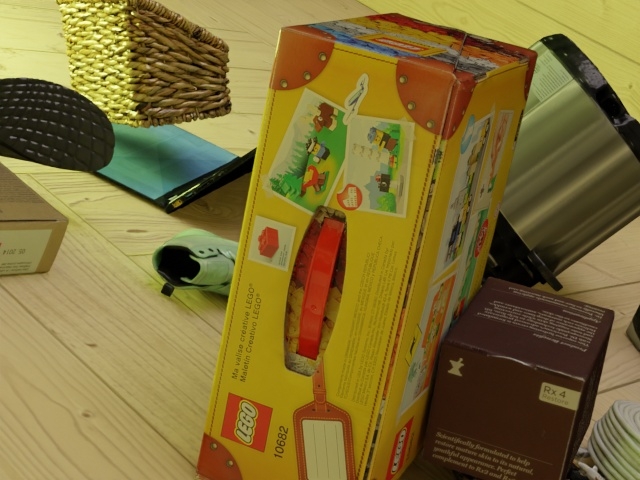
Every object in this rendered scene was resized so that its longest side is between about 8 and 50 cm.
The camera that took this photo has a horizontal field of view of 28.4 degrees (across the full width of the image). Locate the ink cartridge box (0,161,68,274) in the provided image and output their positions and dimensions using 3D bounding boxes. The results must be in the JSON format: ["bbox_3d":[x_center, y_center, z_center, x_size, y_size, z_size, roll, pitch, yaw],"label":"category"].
[{"bbox_3d":[-0.476,-0.036,1.610,0.193,0.088,0.235,38,23,32],"label":"ink cartridge box"}]

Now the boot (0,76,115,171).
[{"bbox_3d":[-0.478,-0.172,1.818,0.338,0.118,0.223,17,-10,-22],"label":"boot"}]

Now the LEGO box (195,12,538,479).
[{"bbox_3d":[0.061,0.016,1.427,0.193,0.500,0.372,17,17,18],"label":"LEGO box"}]

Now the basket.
[{"bbox_3d":[-0.281,-0.316,2.108,0.213,0.223,0.299,-13,14,-32],"label":"basket"}]

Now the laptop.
[{"bbox_3d":[-0.199,-0.209,2.143,0.236,0.408,0.382,58,23,-3],"label":"laptop"}]

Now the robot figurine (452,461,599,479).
[{"bbox_3d":[0.273,0.302,1.564,0.211,0.085,0.291,18,21,-16],"label":"robot figurine"}]

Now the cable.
[{"bbox_3d":[0.494,0.316,1.740,0.257,0.089,0.257,33,18,22],"label":"cable"}]

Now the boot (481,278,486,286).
[{"bbox_3d":[0.164,0.045,2.071,0.246,0.094,0.207,28,9,-21],"label":"boot"}]

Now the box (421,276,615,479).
[{"bbox_3d":[0.238,0.171,1.506,0.168,0.167,0.203,16,26,18],"label":"box"}]

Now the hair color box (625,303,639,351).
[{"bbox_3d":[0.665,0.182,2.131,0.114,0.185,0.374,16,21,-16],"label":"hair color box"}]

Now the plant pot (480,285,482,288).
[{"bbox_3d":[0.254,0.157,1.824,0.165,0.167,0.167,15,20,-44],"label":"plant pot"}]

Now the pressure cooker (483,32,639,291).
[{"bbox_3d":[0.361,-0.119,2.263,0.375,0.420,0.370,52,8,-6],"label":"pressure cooker"}]

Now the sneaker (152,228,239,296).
[{"bbox_3d":[-0.110,0.057,1.749,0.256,0.094,0.151,17,13,14],"label":"sneaker"}]
